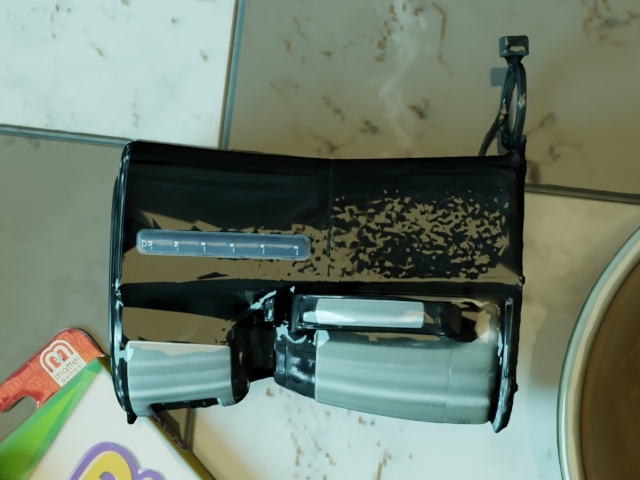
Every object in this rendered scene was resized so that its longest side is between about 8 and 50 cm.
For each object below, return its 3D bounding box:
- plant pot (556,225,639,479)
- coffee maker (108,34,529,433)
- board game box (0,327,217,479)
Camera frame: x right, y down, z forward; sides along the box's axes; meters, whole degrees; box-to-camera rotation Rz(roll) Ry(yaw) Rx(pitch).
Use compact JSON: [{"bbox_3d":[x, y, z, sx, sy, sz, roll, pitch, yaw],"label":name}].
[{"bbox_3d":[0.218,0.079,0.763,0.237,0.110,0.237,0,88,2],"label":"plant pot"},{"bbox_3d":[0.000,0.000,0.788,0.178,0.120,0.171,4,59,2],"label":"coffee maker"},{"bbox_3d":[-0.078,0.173,0.814,0.124,0.039,0.259,-42,83,0],"label":"board game box"}]
